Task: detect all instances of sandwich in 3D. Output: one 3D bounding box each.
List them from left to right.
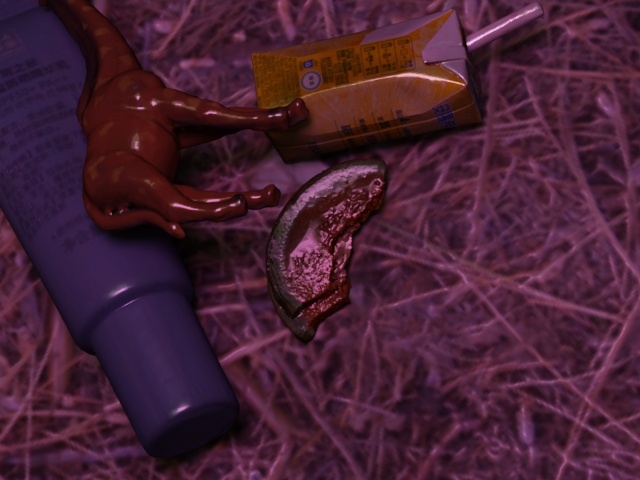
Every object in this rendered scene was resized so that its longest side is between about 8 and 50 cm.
[{"bbox_3d":[-0.002,0.001,1.235,0.067,0.029,0.135,17,75,16],"label":"sandwich"}]

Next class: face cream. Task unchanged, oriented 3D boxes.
[{"bbox_3d":[-0.166,-0.026,1.249,0.136,0.086,0.385,-24,64,-12],"label":"face cream"}]

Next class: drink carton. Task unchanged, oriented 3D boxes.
[{"bbox_3d":[0.058,-0.110,1.236,0.200,0.084,0.074,-11,66,11],"label":"drink carton"}]

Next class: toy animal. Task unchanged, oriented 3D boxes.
[{"bbox_3d":[-0.121,-0.102,1.216,0.230,0.066,0.224,9,59,20],"label":"toy animal"}]
